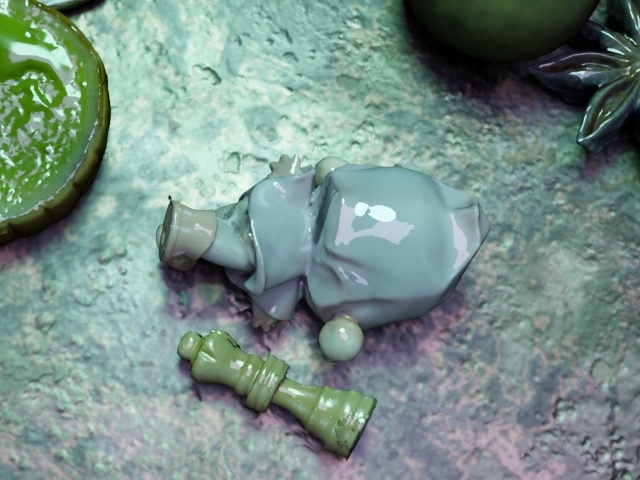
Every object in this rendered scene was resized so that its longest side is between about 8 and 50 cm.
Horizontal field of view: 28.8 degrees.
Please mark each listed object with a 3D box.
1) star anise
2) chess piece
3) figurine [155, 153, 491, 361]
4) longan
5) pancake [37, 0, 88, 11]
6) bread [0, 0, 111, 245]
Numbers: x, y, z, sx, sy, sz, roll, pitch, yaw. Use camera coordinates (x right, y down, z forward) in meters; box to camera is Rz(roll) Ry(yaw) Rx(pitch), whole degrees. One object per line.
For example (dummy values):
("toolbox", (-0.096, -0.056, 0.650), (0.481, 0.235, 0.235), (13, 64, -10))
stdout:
("star anise", (0.306, -0.140, 1.156), (0.230, 0.081, 0.262), (0, 63, -8))
("chess piece", (-0.041, 0.122, 1.047), (0.172, 0.060, 0.060), (26, 72, 4))
("figurine", (0.001, 0.000, 1.047), (0.275, 0.133, 0.200), (2, 57, -9))
("longan", (0.163, -0.267, 1.118), (0.196, 0.196, 0.220), (2, 79, -7))
("pancake", (-0.275, -0.317, 1.152), (0.250, 0.031, 0.250), (2, 75, -8))
("bread", (-0.295, -0.106, 1.060), (0.236, 0.070, 0.236), (1, 81, -7))
